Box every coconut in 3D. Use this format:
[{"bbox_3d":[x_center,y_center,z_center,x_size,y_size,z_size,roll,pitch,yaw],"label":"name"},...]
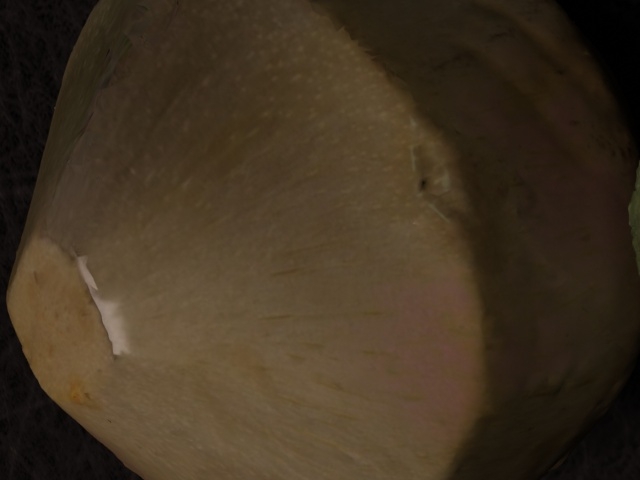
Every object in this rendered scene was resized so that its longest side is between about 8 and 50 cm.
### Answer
[{"bbox_3d":[0.000,0.000,0.778,0.353,0.353,0.352,18,115,44],"label":"coconut"}]

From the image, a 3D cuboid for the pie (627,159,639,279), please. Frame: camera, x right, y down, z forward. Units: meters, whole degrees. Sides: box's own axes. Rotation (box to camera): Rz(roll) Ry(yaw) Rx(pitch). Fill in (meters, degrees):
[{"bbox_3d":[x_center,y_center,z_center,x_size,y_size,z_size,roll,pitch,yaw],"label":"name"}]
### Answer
[{"bbox_3d":[0.267,-0.023,0.599,0.323,0.071,0.323,-6,80,35],"label":"pie"}]
